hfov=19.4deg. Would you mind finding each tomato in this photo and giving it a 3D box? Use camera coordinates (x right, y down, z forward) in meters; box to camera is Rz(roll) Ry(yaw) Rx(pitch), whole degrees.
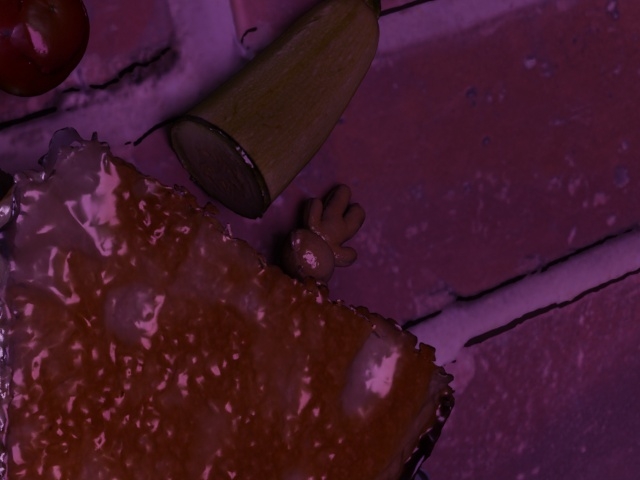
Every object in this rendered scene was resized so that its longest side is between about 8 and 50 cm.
[{"bbox_3d":[-0.195,-0.141,1.256,0.087,0.075,0.087,0,91,-34],"label":"tomato"}]

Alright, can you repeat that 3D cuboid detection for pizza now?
[{"bbox_3d":[-0.108,0.180,1.240,0.435,0.080,0.392,32,76,-40],"label":"pizza"}]

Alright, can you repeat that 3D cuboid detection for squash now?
[{"bbox_3d":[-0.016,-0.126,1.379,0.094,0.094,0.224,51,61,-26],"label":"squash"}]

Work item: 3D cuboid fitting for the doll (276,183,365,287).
[{"bbox_3d":[0.006,-0.002,1.415,0.093,0.051,0.061,-42,109,-24],"label":"doll"}]

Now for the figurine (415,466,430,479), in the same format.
[{"bbox_3d":[0.034,0.208,1.441,0.082,0.094,0.086,27,43,5],"label":"figurine"}]

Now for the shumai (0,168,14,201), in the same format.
[{"bbox_3d":[-0.258,0.044,1.212,0.120,0.201,0.201,8,90,8],"label":"shumai"}]
